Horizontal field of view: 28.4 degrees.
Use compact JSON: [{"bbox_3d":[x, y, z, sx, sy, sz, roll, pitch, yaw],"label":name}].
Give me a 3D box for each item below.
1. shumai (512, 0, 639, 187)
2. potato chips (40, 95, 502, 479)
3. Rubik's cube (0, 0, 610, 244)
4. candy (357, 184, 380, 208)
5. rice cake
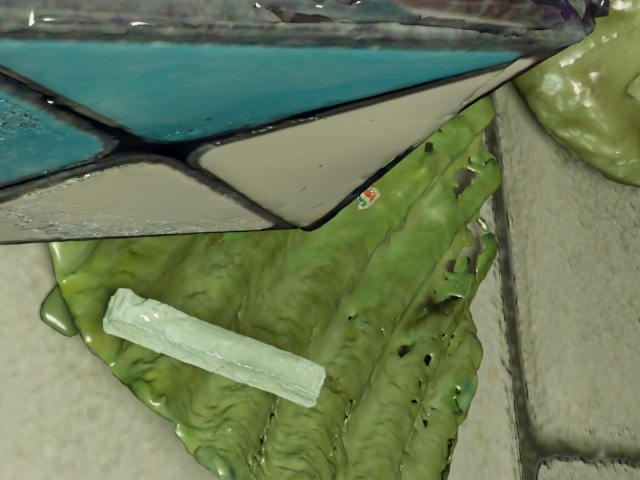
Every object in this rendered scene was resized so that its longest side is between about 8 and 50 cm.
[{"bbox_3d":[0.340,-0.259,1.078,0.324,0.323,0.397,34,53,-33],"label":"shumai"},{"bbox_3d":[-0.001,0.008,0.802,0.373,0.097,0.389,31,53,-31],"label":"potato chips"},{"bbox_3d":[-0.101,-0.171,0.577,0.305,0.307,0.310,-5,78,-29],"label":"Rubik's cube"},{"bbox_3d":[0.012,-0.059,0.764,0.020,0.030,0.083,-20,75,-49],"label":"candy"},{"bbox_3d":[-0.055,0.057,0.663,0.121,0.021,0.022,22,46,-8],"label":"rice cake"}]
